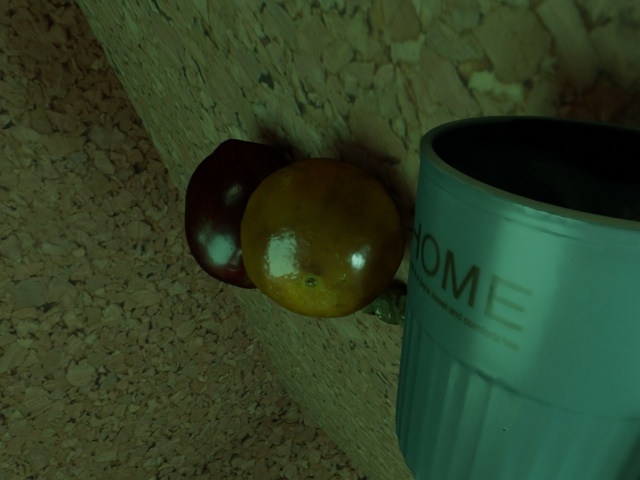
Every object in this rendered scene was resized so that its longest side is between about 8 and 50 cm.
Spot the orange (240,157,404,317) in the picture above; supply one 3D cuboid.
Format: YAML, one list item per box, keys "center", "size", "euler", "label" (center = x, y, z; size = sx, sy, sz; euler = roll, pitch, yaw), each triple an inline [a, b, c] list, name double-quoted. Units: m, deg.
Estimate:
- center: [0.000, 0.000, 0.843]
  size: [0.226, 0.284, 0.284]
  euler: [-79, -32, -58]
  label: "orange"

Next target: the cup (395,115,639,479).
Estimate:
- center: [0.229, 0.084, 0.417]
  size: [0.331, 0.257, 0.311]
  euler: [18, 122, 27]
  label: "cup"

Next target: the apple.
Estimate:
- center: [-0.152, -0.057, 1.070]
  size: [0.288, 0.288, 0.317]
  euler: [88, 160, -56]
  label: "apple"

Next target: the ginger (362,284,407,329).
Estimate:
- center: [0.150, 0.133, 1.012]
  size: [0.104, 0.080, 0.204]
  euler: [27, 172, -27]
  label: "ginger"
